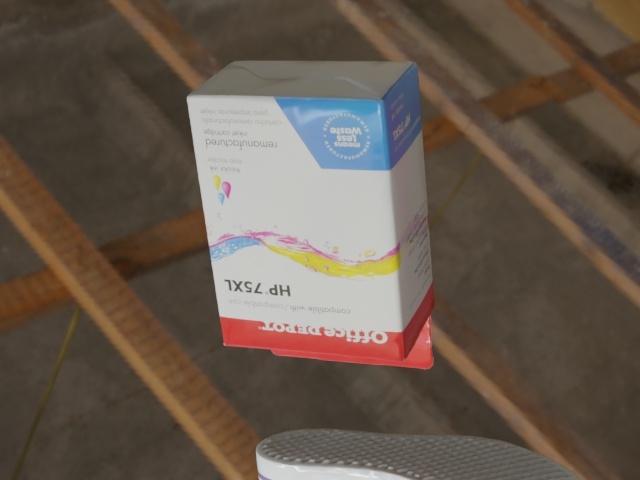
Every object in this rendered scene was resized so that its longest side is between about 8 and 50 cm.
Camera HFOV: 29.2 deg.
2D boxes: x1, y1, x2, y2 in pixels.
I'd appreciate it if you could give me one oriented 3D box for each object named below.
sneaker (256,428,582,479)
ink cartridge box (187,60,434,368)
[{"bbox_3d":[0.083,0.240,0.966,0.282,0.161,0.102,1,-168,37],"label":"sneaker"},{"bbox_3d":[0.000,0.000,0.826,0.134,0.231,0.078,3,-153,20],"label":"ink cartridge box"}]
